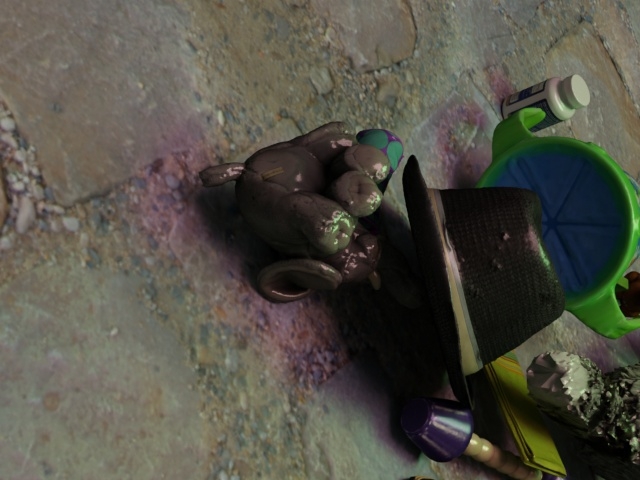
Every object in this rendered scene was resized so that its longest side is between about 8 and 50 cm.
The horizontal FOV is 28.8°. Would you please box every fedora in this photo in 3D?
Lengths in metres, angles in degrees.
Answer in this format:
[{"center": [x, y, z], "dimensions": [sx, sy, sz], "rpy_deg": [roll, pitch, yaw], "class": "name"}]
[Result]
[{"center": [0.199, 0.037, 1.460], "dimensions": [0.334, 0.152, 0.334], "rpy_deg": [-13, 90, -84], "class": "fedora"}]

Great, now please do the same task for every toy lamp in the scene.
[{"center": [0.201, 0.259, 1.537], "dimensions": [0.274, 0.080, 0.080], "rpy_deg": [33, 51, -39], "class": "toy lamp"}]

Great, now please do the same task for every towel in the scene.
[{"center": [0.249, 0.189, 1.598], "dimensions": [0.102, 0.021, 0.237], "rpy_deg": [26, 36, -44], "class": "towel"}]

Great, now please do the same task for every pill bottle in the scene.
[{"center": [0.337, -0.203, 1.859], "dimensions": [0.067, 0.120, 0.067], "rpy_deg": [22, 58, -42], "class": "pill bottle"}]

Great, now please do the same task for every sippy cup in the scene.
[{"center": [0.354, -0.026, 1.739], "dimensions": [0.224, 0.240, 0.305], "rpy_deg": [-5, 102, -60], "class": "sippy cup"}]

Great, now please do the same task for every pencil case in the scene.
[{"center": [0.056, -0.068, 1.523], "dimensions": [0.070, 0.064, 0.152], "rpy_deg": [33, 50, -15], "class": "pencil case"}]

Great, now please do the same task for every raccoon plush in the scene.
[{"center": [0.474, 0.171, 1.635], "dimensions": [0.299, 0.216, 0.446], "rpy_deg": [-59, 142, -13], "class": "raccoon plush"}]

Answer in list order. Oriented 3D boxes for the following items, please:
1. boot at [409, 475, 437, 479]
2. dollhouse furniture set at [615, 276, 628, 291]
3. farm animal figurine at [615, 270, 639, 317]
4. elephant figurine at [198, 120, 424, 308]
[{"center": [0.207, 0.327, 1.463], "dimensions": [0.198, 0.137, 0.077], "rpy_deg": [39, 47, -30], "class": "boot"}, {"center": [0.433, 0.006, 1.925], "dimensions": [0.076, 0.058, 0.152], "rpy_deg": [27, 55, -40], "class": "dollhouse furniture set"}, {"center": [0.584, 0.197, 1.923], "dimensions": [0.327, 0.172, 0.330], "rpy_deg": [10, 66, -46], "class": "farm animal figurine"}, {"center": [0.000, 0.000, 1.374], "dimensions": [0.169, 0.239, 0.186], "rpy_deg": [-39, 61, -22], "class": "elephant figurine"}]
